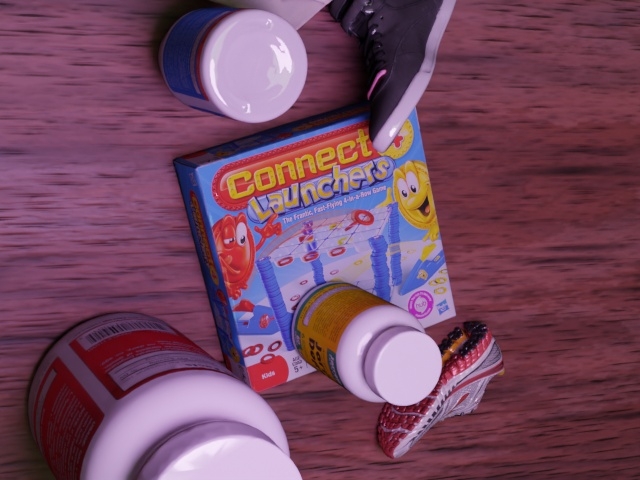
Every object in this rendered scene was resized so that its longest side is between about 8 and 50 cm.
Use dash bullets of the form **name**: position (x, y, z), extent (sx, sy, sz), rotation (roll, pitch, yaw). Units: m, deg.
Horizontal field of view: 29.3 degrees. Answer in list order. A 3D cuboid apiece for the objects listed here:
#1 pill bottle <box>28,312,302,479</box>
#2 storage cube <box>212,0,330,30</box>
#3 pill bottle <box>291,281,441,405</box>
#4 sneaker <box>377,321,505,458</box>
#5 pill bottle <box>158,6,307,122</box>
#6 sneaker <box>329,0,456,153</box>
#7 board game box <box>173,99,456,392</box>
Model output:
- **pill bottle**: position (-0.173, 0.233, 1.355), extent (0.229, 0.408, 0.229), rotation (-5, 103, -24)
- **storage cube**: position (-0.052, -0.378, 1.379), extent (0.215, 0.184, 0.193), rotation (17, 69, -26)
- **pill bottle**: position (0.056, 0.125, 1.454), extent (0.118, 0.208, 0.117), rotation (-5, 103, -24)
- **sneaker**: position (0.173, 0.221, 1.694), extent (0.225, 0.088, 0.092), rotation (-43, 116, -11)
- **pill bottle**: position (-0.112, -0.205, 1.399), extent (0.124, 0.221, 0.124), rotation (-6, 103, -24)
- **sneaker**: position (0.066, -0.237, 1.493), extent (0.147, 0.104, 0.295), rotation (25, 54, -8)
- **board game box**: position (0.000, 0.000, 1.568), extent (0.308, 0.086, 0.302), rotation (-20, 109, -20)
